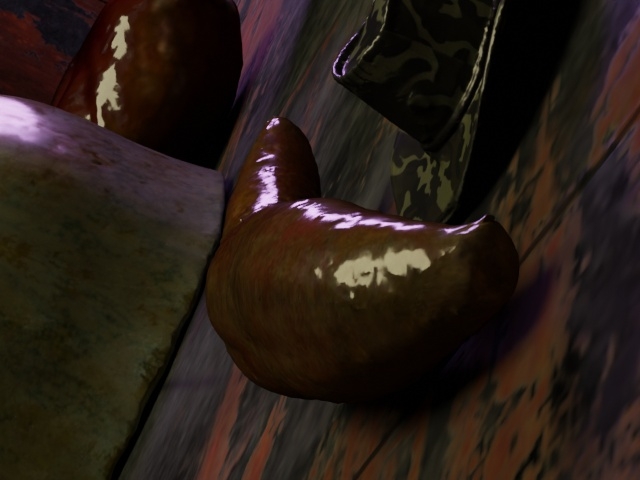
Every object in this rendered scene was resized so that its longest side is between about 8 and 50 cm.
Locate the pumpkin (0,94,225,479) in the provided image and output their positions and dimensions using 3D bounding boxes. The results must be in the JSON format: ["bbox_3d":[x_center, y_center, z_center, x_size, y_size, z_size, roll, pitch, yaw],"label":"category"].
[{"bbox_3d":[-0.214,0.071,1.126,0.332,0.199,0.332,-61,12,24],"label":"pumpkin"}]

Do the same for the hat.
[{"bbox_3d":[0.034,-0.060,0.560,0.121,0.050,0.121,-63,7,13],"label":"hat"}]

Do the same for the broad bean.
[{"bbox_3d":[-0.135,-0.088,1.323,0.156,0.122,0.228,7,74,68],"label":"broad bean"}]

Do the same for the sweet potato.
[{"bbox_3d":[-0.003,0.010,0.538,0.255,0.058,0.078,-140,66,-77],"label":"sweet potato"}]
